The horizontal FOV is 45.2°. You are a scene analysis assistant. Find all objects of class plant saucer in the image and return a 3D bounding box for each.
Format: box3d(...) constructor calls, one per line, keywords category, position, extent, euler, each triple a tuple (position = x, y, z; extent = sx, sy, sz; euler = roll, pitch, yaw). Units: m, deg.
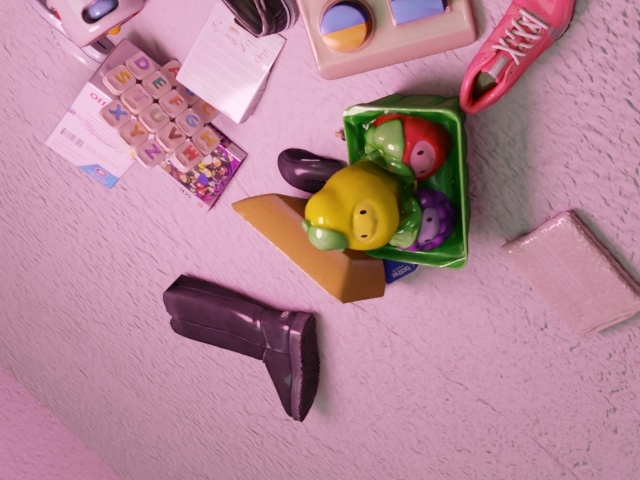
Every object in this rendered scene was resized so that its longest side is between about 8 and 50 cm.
box3d(category="plant saucer", position=(0.000, 0.000, 1.748), extent=(0.333, 0.333, 0.081), euler=(40, 102, 17))

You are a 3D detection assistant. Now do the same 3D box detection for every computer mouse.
box3d(category="computer mouse", position=(0.008, -0.175, 1.786), extent=(0.262, 0.060, 0.184), euler=(20, 131, 17))

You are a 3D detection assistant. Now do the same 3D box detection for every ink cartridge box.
box3d(category="ink cartridge box", position=(-0.496, -0.305, 1.871), extent=(0.198, 0.197, 0.270), euler=(38, 135, -19))
box3d(category="ink cartridge box", position=(-0.200, -0.412, 1.758), extent=(0.189, 0.066, 0.232), euler=(36, 112, 3))
box3d(category="ink cartridge box", position=(0.138, 0.066, 1.894), extent=(0.097, 0.046, 0.207), euler=(48, 132, -10))

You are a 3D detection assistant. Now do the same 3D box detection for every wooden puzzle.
box3d(category="wooden puzzle", position=(0.101, -0.486, 1.439), extent=(0.322, 0.080, 0.347), euler=(-11, 119, 18))

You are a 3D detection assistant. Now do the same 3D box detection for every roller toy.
box3d(category="roller toy", position=(-0.506, -0.531, 1.741), extent=(0.209, 0.191, 0.146), euler=(-19, 112, 38))

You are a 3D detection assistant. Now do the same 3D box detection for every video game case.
box3d(category="video game case", position=(-0.322, -0.207, 1.970), extent=(0.210, 0.042, 0.232), euler=(40, 133, -2))

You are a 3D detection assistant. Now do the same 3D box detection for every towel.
box3d(category="towel", position=(0.549, 0.075, 1.657), extent=(0.282, 0.049, 0.187), euler=(48, 131, -7))

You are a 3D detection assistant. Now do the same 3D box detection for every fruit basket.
box3d(category="fruit basket", position=(0.149, -0.094, 1.556), extent=(0.283, 0.392, 0.392), euler=(8, 126, 26))

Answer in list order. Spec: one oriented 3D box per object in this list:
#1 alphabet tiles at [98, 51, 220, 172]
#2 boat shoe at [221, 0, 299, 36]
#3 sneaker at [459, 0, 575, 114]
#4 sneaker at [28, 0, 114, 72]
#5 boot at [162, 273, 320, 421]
box3d(category="alphabet tiles", position=(-0.362, -0.296, 1.767), extent=(0.284, 0.278, 0.021), euler=(49, 138, -8))
box3d(category="boat shoe", position=(-0.183, -0.555, 1.564), extent=(0.335, 0.119, 0.121), euler=(47, 137, 7))
box3d(category="sneaker", position=(0.356, -0.347, 1.402), extent=(0.116, 0.136, 0.314), euler=(34, 133, 3))
box3d(category="sneaker", position=(-0.629, -0.516, 1.892), extent=(0.258, 0.094, 0.091), euler=(45, 128, -6))
box3d(category="boot", position=(-0.231, 0.311, 2.220), extent=(0.445, 0.146, 0.366), euler=(12, 119, 20))
